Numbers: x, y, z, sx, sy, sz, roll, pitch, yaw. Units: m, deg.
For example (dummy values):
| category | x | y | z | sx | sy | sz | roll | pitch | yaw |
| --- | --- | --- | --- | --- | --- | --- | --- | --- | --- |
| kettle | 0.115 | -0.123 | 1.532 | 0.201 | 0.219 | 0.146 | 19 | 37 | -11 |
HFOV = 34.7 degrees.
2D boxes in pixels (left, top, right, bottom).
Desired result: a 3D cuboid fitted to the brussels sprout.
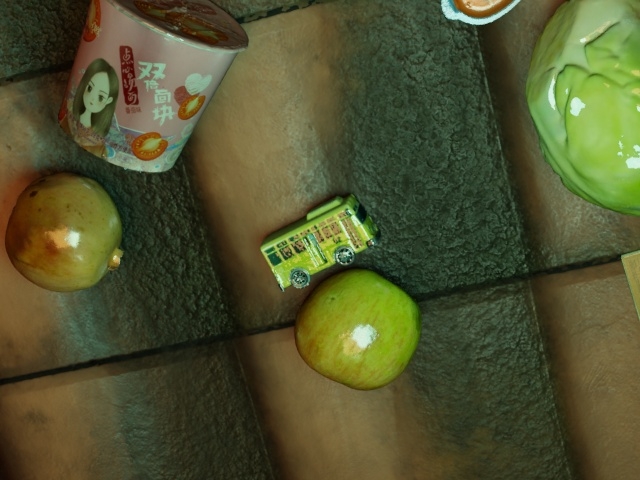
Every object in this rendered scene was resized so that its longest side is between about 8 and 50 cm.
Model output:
| category | x | y | z | sx | sy | sz | roll | pitch | yaw |
| --- | --- | --- | --- | --- | --- | --- | --- | --- | --- |
| brussels sprout | 0.439 | -0.186 | 1.434 | 0.344 | 0.344 | 0.268 | 44 | 140 | -7 |

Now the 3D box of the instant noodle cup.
| category | x | y | z | sx | sy | sz | roll | pitch | yaw |
| --- | --- | --- | --- | --- | --- | --- | --- | --- | --- |
| instant noodle cup | -0.260 | -0.245 | 1.511 | 0.243 | 0.243 | 0.231 | 28 | 114 | -2 |

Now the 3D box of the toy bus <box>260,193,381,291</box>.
| category | x | y | z | sx | sy | sz | roll | pitch | yaw |
| --- | --- | --- | --- | --- | --- | --- | --- | --- | --- |
| toy bus | 0.000 | 0.000 | 1.623 | 0.175 | 0.088 | 0.101 | -27 | 100 | 15 |

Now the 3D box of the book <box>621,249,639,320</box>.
| category | x | y | z | sx | sy | sz | roll | pitch | yaw |
| --- | --- | --- | --- | --- | --- | --- | --- | --- | --- |
| book | 0.573 | 0.053 | 1.612 | 0.172 | 0.012 | 0.118 | -17 | 104 | 11 |

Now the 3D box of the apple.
| category | x | y | z | sx | sy | sz | roll | pitch | yaw |
| --- | --- | --- | --- | --- | --- | --- | --- | --- | --- |
| apple | 0.064 | 0.135 | 1.603 | 0.195 | 0.196 | 0.196 | 2 | 107 | 6 |

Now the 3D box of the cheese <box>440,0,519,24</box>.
| category | x | y | z | sx | sy | sz | roll | pitch | yaw |
| --- | --- | --- | --- | --- | --- | --- | --- | --- | --- |
| cheese | 0.290 | -0.402 | 1.497 | 0.256 | 0.037 | 0.106 | -27 | 103 | 14 |

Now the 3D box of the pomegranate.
| category | x | y | z | sx | sy | sz | roll | pitch | yaw |
| --- | --- | --- | --- | --- | --- | --- | --- | --- | --- |
| pomegranate | -0.402 | -0.010 | 1.624 | 0.191 | 0.191 | 0.191 | 2 | 107 | 6 |
